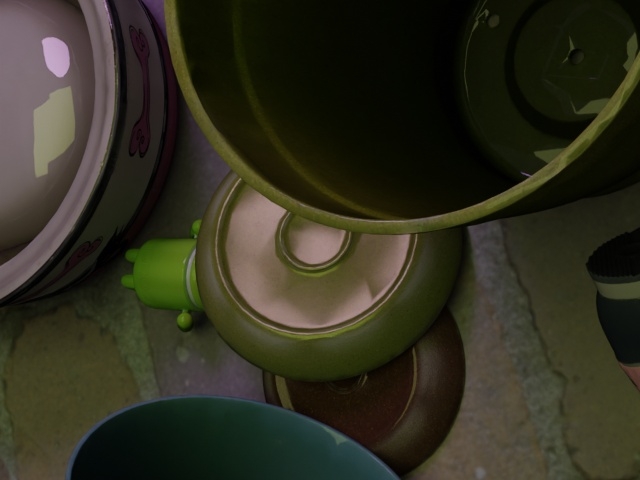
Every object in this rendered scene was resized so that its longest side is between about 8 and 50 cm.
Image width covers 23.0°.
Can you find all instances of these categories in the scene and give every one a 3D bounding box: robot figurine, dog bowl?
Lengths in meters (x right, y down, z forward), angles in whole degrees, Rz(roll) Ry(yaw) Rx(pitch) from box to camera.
[{"bbox_3d":[-0.124,0.031,1.438,0.115,0.067,0.101,2,77,29],"label":"robot figurine"},{"bbox_3d":[-0.315,-0.119,1.515,0.408,0.150,0.407,-4,83,29],"label":"dog bowl"}]

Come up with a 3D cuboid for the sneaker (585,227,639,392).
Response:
[{"bbox_3d":[0.367,0.042,1.167,0.319,0.112,0.131,-7,112,21],"label":"sneaker"}]

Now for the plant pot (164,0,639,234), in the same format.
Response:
[{"bbox_3d":[0.133,-0.166,1.158,0.367,0.353,0.366,-4,82,28],"label":"plant pot"}]

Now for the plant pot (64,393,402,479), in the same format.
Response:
[{"bbox_3d":[-0.082,0.303,1.270,0.293,0.293,0.235,33,122,28],"label":"plant pot"}]

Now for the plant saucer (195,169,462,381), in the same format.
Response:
[{"bbox_3d":[0.000,0.000,1.351,0.241,0.037,0.241,-6,69,15],"label":"plant saucer"}]

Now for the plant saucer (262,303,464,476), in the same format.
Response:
[{"bbox_3d":[0.027,0.113,1.365,0.199,0.036,0.198,-3,83,29],"label":"plant saucer"}]
